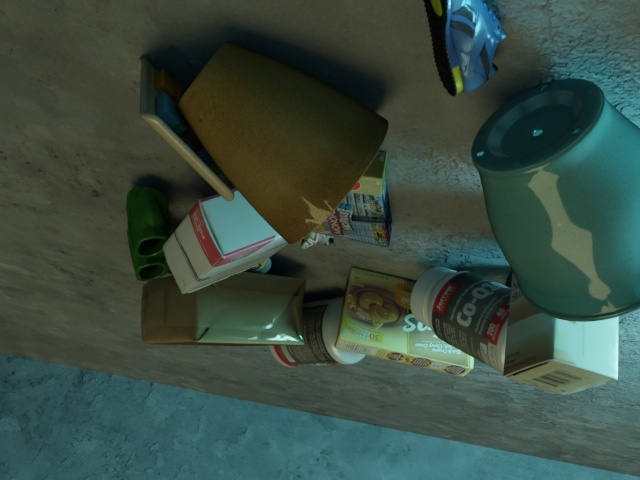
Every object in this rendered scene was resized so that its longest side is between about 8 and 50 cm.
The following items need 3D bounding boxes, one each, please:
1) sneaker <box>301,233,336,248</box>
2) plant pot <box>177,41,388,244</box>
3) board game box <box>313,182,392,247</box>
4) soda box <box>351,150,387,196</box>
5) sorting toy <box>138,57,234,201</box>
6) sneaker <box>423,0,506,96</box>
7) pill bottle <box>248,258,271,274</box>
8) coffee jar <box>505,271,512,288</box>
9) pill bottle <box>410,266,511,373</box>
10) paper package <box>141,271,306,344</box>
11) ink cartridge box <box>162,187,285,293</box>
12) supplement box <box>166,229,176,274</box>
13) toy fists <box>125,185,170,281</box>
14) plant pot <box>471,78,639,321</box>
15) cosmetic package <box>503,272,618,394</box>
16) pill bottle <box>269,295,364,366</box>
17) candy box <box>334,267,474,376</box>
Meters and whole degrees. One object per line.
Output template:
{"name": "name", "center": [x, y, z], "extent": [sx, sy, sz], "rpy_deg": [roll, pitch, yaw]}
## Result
{"name": "sneaker", "center": [0.000, 0.000, 1.463], "extent": [0.069, 0.038, 0.098], "rpy_deg": [19, 154, -12]}
{"name": "plant pot", "center": [-0.071, -0.164, 0.991], "extent": [0.254, 0.237, 0.237], "rpy_deg": [39, 148, -14]}
{"name": "board game box", "center": [0.033, -0.062, 1.298], "extent": [0.194, 0.060, 0.194], "rpy_deg": [5, 153, 14]}
{"name": "soda box", "center": [0.023, -0.126, 1.175], "extent": [0.181, 0.058, 0.061], "rpy_deg": [8, 154, 8]}
{"name": "sorting toy", "center": [-0.202, -0.176, 1.036], "extent": [0.038, 0.208, 0.193], "rpy_deg": [-35, 129, 10]}
{"name": "sneaker", "center": [0.177, -0.273, 0.819], "extent": [0.082, 0.069, 0.209], "rpy_deg": [-24, 139, 0]}
{"name": "pill bottle", "center": [-0.162, 0.033, 1.573], "extent": [0.065, 0.065, 0.116], "rpy_deg": [-2, 151, 28]}
{"name": "coffee jar", "center": [0.444, 0.130, 1.479], "extent": [0.096, 0.079, 0.184], "rpy_deg": [8, 153, 10]}
{"name": "pill bottle", "center": [0.325, 0.156, 1.391], "extent": [0.161, 0.161, 0.283], "rpy_deg": [34, 175, -37]}
{"name": "paper package", "center": [-0.241, 0.175, 1.669], "extent": [0.310, 0.168, 0.325], "rpy_deg": [7, 167, -34]}
{"name": "ink cartridge box", "center": [-0.166, -0.010, 1.304], "extent": [0.207, 0.117, 0.283], "rpy_deg": [-22, 174, -31]}
{"name": "supplement box", "center": [-0.316, 0.016, 1.594], "extent": [0.080, 0.078, 0.233], "rpy_deg": [23, 153, -21]}
{"name": "toy fists", "center": [-0.374, -0.022, 1.478], "extent": [0.096, 0.142, 0.279], "rpy_deg": [-12, 161, -18]}
{"name": "plant pot", "center": [0.347, -0.072, 0.938], "extent": [0.272, 0.271, 0.255], "rpy_deg": [-13, 129, 42]}
{"name": "cosmetic package", "center": [0.423, 0.102, 1.185], "extent": [0.129, 0.296, 0.153], "rpy_deg": [18, 152, -10]}
{"name": "pill bottle", "center": [0.025, 0.241, 1.781], "extent": [0.319, 0.176, 0.176], "rpy_deg": [-13, 145, 42]}
{"name": "candy box", "center": [0.206, 0.192, 1.592], "extent": [0.317, 0.183, 0.087], "rpy_deg": [13, 155, -1]}
